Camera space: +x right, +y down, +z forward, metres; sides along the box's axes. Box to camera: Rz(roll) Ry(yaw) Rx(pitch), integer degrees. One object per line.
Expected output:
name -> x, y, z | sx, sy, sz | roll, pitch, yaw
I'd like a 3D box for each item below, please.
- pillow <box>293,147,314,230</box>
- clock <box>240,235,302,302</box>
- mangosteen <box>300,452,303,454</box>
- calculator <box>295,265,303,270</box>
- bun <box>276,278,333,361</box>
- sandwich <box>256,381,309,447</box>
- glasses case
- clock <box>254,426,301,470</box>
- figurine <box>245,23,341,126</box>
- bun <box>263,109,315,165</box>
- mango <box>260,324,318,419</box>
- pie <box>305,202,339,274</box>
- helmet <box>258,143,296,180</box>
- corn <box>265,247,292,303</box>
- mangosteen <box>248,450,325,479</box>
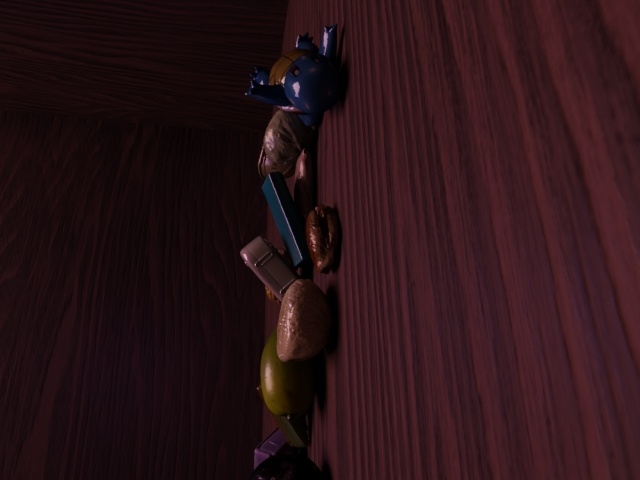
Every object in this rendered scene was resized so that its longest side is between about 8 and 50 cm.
pillow -> -0.057, -0.156, 1.510 | 0.173, 0.066, 0.271 | 124, 146, -72
clock -> -0.163, 0.104, 1.582 | 0.108, 0.265, 0.324 | -43, 6, -4
mangosteen -> -0.080, 0.719, 1.390 | 0.081, 0.080, 0.081 | -177, 90, -79
calculator -> -0.083, -0.008, 1.671 | 0.141, 0.045, 0.247 | -138, 50, -77
bun -> -0.039, 0.208, 1.145 | 0.220, 0.134, 0.221 | -170, 90, -81
sandwich -> -0.120, 0.492, 1.365 | 0.212, 0.063, 0.245 | 43, -149, -44
glasses case -> -0.101, -0.069, 1.446 | 0.301, 0.070, 0.117 | 70, 157, 9
clock -> -0.136, 0.700, 1.446 | 0.193, 0.073, 0.145 | -13, -73, -64
figurine -> -0.068, -0.448, 1.254 | 0.243, 0.297, 0.416 | 62, 177, -10
bun -> -0.092, -0.350, 1.526 | 0.212, 0.126, 0.204 | -1, -60, -61
mango -> -0.089, 0.343, 1.289 | 0.343, 0.155, 0.193 | -93, -11, -56
pie -> 0.000, 0.000, 1.146 | 0.194, 0.078, 0.163 | -107, 17, -55
helmet -> -0.147, -0.358, 1.865 | 0.204, 0.137, 0.258 | -17, -55, -60
corn -> -0.186, 0.162, 1.967 | 0.347, 0.130, 0.130 | 100, 168, -48
mangosteen -> -0.072, 0.657, 1.099 | 0.211, 0.211, 0.250 | -120, 4, -71
